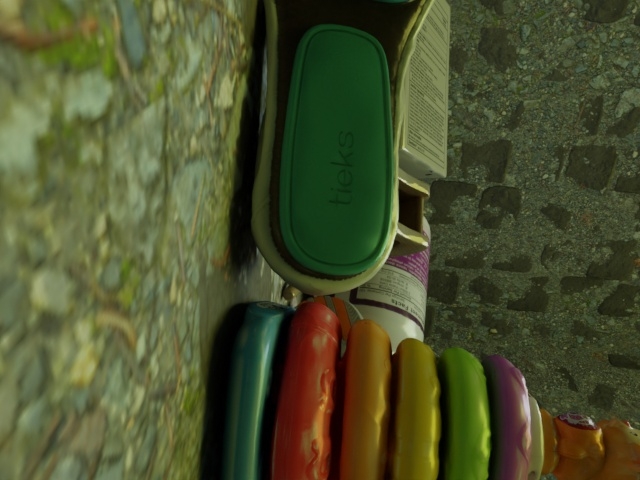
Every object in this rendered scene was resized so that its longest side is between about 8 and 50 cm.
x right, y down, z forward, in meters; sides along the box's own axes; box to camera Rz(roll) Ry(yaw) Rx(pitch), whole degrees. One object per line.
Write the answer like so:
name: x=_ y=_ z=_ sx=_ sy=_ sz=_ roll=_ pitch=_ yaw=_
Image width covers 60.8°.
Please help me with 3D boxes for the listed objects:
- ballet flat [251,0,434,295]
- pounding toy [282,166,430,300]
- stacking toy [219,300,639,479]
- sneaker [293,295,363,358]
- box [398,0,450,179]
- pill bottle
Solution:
ballet flat: x=0.012 y=-0.157 z=0.422 sx=0.139 sy=0.139 sz=0.401 roll=66 pitch=32 yaw=-80
pounding toy: x=0.041 y=-0.010 z=0.582 sx=0.269 sy=0.154 sz=0.155 roll=79 pitch=15 yaw=-70
stacking toy: x=0.089 y=0.134 z=0.380 sx=0.175 sy=0.301 sz=0.166 roll=41 pitch=54 yaw=-83
sneaker: x=0.029 y=0.231 z=0.595 sx=0.321 sy=0.124 sz=0.180 roll=-98 pitch=-173 yaw=-46
box: x=0.075 y=-0.198 z=0.669 sx=0.148 sy=0.126 sz=0.233 roll=13 pitch=78 yaw=-57
pill bottle: x=0.078 y=0.096 z=0.842 sx=0.169 sy=0.169 sz=0.302 roll=87 pitch=13 yaw=-56
